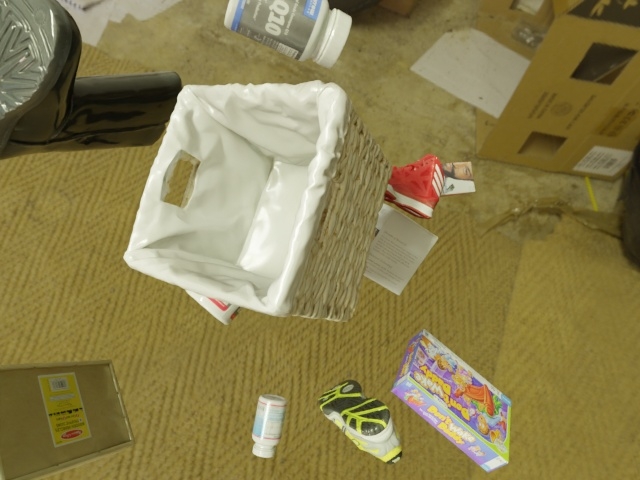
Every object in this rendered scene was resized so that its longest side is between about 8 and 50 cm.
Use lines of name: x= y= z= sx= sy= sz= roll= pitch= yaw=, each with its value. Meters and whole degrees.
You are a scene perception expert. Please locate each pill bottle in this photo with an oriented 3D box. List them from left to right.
pill bottle: x=-0.250 y=0.091 z=1.376 sx=0.176 sy=0.176 sz=0.318 roll=37 pitch=74 yaw=13
pill bottle: x=-0.152 y=0.543 z=1.292 sx=0.087 sy=0.087 sz=0.160 roll=11 pitch=81 yaw=-1
pill bottle: x=-0.038 y=-0.264 z=0.524 sx=0.137 sy=0.078 sz=0.078 roll=18 pitch=61 yaw=-17

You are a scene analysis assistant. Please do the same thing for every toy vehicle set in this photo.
toy vehicle set: x=-0.416 y=0.278 z=0.700 sx=0.035 sy=0.267 sz=0.165 roll=-28 pitch=71 yaw=7

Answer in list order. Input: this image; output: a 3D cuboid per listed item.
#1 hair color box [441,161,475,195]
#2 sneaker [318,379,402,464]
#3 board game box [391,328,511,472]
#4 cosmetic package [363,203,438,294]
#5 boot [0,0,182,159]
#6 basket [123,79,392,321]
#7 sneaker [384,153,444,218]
hair color box: x=0.360 y=-0.175 z=1.276 sx=0.167 sy=0.053 sz=0.093 roll=-8 pitch=88 yaw=-20
sneaker: x=0.105 y=0.524 z=1.277 sx=0.145 sy=0.385 sz=0.147 roll=-28 pitch=97 yaw=-13
board game box: x=0.391 y=0.455 z=1.282 sx=0.347 sy=0.078 sz=0.233 roll=40 pitch=35 yaw=2
cosmetic package: x=0.180 y=0.014 z=1.170 sx=0.152 sy=0.151 sz=0.183 roll=30 pitch=97 yaw=-16
boot: x=-0.427 y=-0.300 z=0.871 sx=0.146 sy=0.367 sz=0.445 roll=61 pitch=29 yaw=-1
basket: x=-0.085 y=-0.056 z=0.746 sx=0.332 sy=0.266 sz=0.328 roll=12 pitch=83 yaw=32
sneaker: x=0.171 y=-0.146 z=0.948 sx=0.221 sy=0.087 sz=0.128 roll=28 pitch=86 yaw=-23
